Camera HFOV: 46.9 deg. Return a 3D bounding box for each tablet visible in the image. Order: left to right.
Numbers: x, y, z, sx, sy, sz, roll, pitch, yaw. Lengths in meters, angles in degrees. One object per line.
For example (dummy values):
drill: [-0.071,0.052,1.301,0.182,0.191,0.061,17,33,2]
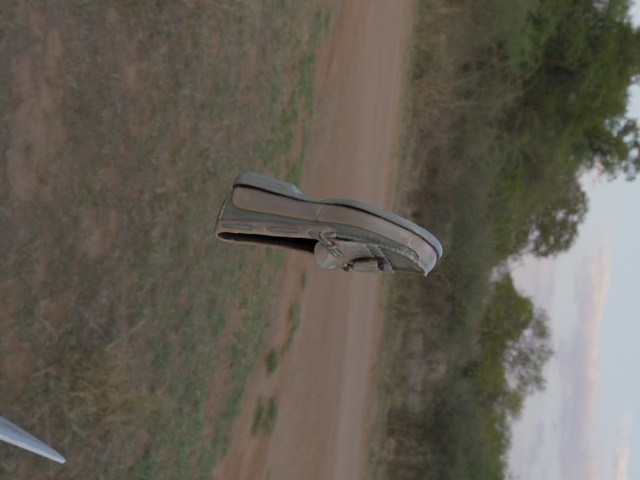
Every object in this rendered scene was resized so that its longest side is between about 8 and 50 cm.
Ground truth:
tablet: [-0.177,0.101,0.404,0.006,0.054,0.083,-60,159,-19]

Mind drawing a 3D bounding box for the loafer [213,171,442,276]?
loafer: [0.000,0.000,0.381,0.039,0.125,0.045,-60,149,-19]
